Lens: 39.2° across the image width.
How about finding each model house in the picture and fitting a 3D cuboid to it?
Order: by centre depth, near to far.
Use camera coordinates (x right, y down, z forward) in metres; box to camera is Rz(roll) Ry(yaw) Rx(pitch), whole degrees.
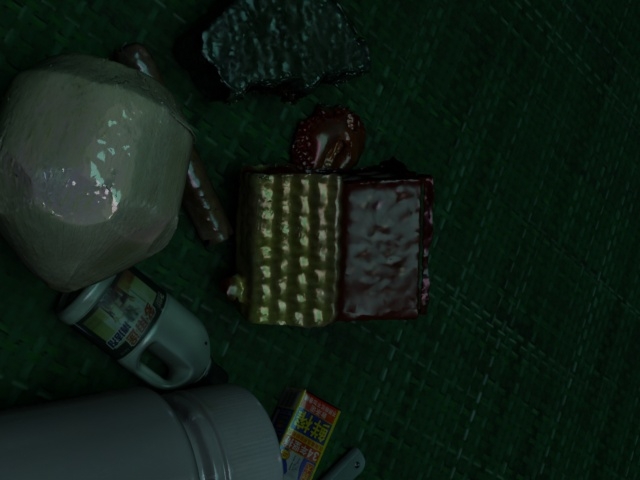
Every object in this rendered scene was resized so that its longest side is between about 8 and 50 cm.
[{"bbox_3d":[0.000,0.000,1.121,0.253,0.160,0.196,-4,102,-25],"label":"model house"}]

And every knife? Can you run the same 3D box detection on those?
[{"bbox_3d":[0.005,0.349,1.226,0.162,0.023,0.044,-40,111,-30],"label":"knife"}]

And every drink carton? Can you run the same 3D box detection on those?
[{"bbox_3d":[-0.042,0.280,1.172,0.071,0.056,0.166,34,70,-24],"label":"drink carton"}]

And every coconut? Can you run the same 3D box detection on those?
[{"bbox_3d":[-0.242,-0.064,0.923,0.224,0.224,0.234,32,74,-33],"label":"coconut"}]

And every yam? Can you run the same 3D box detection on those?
[{"bbox_3d":[-0.174,-0.113,1.076,0.046,0.046,0.264,-35,112,-32],"label":"yam"}]

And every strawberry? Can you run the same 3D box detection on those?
[{"bbox_3d":[0.011,-0.120,1.217,0.104,0.048,0.152,28,70,-30],"label":"strawberry"}]

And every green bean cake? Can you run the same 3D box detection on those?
[{"bbox_3d":[-0.060,-0.231,1.126,0.208,0.107,0.193,-50,121,-25],"label":"green bean cake"}]

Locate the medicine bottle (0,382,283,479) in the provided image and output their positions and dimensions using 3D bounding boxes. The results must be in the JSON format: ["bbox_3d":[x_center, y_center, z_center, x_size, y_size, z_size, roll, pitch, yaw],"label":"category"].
[{"bbox_3d":[-0.224,0.262,0.936,0.339,0.208,0.208,-4,92,-38],"label":"medicine bottle"}]

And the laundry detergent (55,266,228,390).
[{"bbox_3d":[-0.194,0.111,1.047,0.225,0.070,0.099,45,56,-29],"label":"laundry detergent"}]
